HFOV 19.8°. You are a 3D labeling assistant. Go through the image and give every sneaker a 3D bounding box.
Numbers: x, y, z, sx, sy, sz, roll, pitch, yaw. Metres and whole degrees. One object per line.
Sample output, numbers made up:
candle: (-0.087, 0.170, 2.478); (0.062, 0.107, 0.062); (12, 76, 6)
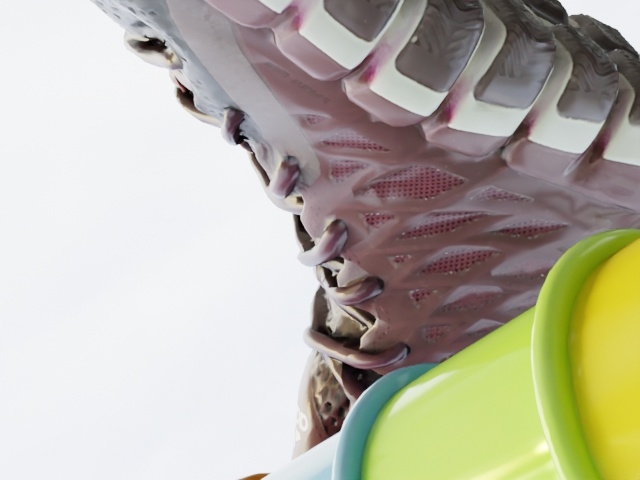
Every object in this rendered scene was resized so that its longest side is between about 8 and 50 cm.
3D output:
sneaker: (0.000, 0.000, 0.474); (0.281, 0.162, 0.106); (25, -162, -16)

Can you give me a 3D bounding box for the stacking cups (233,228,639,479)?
stacking cups: (0.023, 0.083, 0.417); (0.096, 0.316, 0.096); (23, -131, -29)
